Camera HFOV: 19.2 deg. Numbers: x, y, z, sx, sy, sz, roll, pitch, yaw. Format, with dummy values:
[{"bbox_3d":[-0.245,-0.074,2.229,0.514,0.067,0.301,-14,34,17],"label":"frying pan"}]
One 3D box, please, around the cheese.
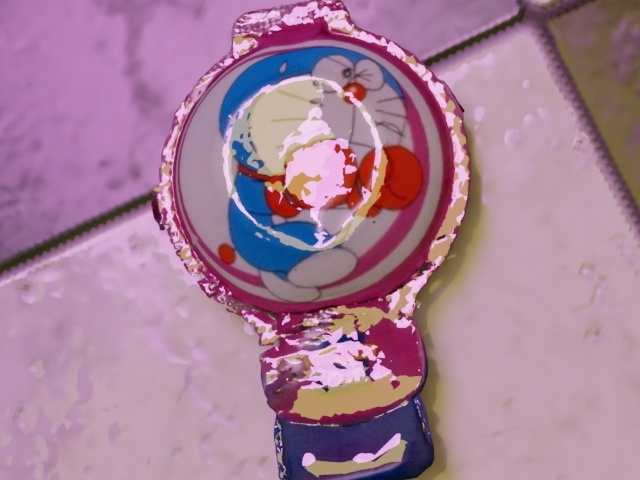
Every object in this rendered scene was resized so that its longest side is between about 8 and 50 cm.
[{"bbox_3d":[0.000,0.000,0.550,0.095,0.038,0.145,-11,79,7],"label":"cheese"}]
